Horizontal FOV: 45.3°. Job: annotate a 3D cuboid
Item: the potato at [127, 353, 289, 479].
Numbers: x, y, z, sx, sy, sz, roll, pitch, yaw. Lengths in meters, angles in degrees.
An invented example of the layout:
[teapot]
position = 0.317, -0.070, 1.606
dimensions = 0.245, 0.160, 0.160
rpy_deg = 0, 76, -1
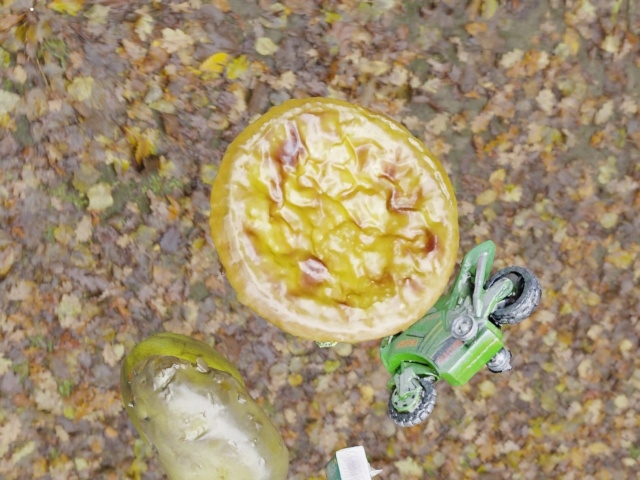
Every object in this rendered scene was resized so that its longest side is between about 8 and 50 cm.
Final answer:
[potato]
position = -0.166, 0.285, 1.132
dimensions = 0.191, 0.141, 0.296
rpy_deg = -26, 108, 24

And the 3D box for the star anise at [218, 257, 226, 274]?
[star anise]
position = -0.105, -0.065, 1.694
dimensions = 0.148, 0.237, 0.347
rpy_deg = 20, 75, 10

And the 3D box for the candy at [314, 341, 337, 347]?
[candy]
position = 0.041, 0.145, 1.589
dimensions = 0.194, 0.062, 0.058
rpy_deg = -56, 145, -39

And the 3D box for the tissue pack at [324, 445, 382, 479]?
[tissue pack]
position = 0.059, 0.413, 1.334
dimensions = 0.079, 0.085, 0.111
rpy_deg = -7, 153, -15

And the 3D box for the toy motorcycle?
[toy motorcycle]
position = 0.124, 0.089, 0.734
dimensions = 0.190, 0.106, 0.074
rpy_deg = -47, 124, 3

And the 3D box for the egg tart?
[egg tart]
position = 0.000, 0.000, 0.646
dimensions = 0.202, 0.147, 0.203
rpy_deg = 4, 72, -12

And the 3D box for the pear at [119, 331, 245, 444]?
[pear]
position = -0.300, 0.344, 1.689
dimensions = 0.269, 0.269, 0.321
rpy_deg = -43, 99, -4
